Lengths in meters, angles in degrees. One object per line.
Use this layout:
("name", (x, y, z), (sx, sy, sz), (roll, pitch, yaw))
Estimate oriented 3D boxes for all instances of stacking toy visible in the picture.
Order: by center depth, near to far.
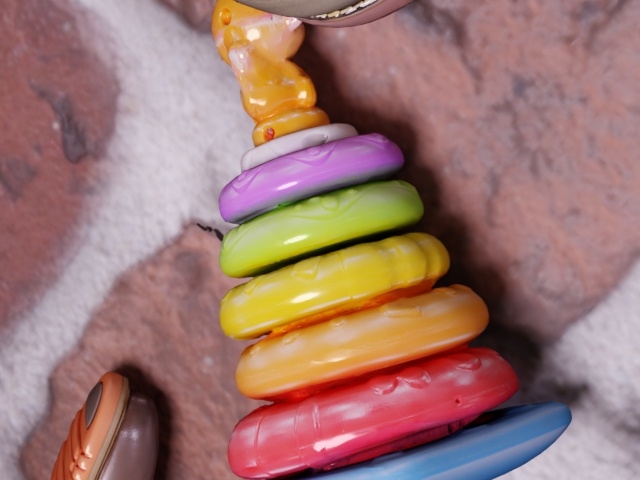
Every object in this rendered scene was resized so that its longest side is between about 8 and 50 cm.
("stacking toy", (0.000, 0.000, 0.850), (0.175, 0.165, 0.302), (-22, 83, 46))

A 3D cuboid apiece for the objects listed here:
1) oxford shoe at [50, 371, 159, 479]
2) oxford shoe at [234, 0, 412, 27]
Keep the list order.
("oxford shoe", (-0.131, 0.262, 1.034), (0.132, 0.130, 0.364), (8, 106, -8))
("oxford shoe", (0.090, -0.242, 0.695), (0.140, 0.146, 0.397), (46, 112, 10))
